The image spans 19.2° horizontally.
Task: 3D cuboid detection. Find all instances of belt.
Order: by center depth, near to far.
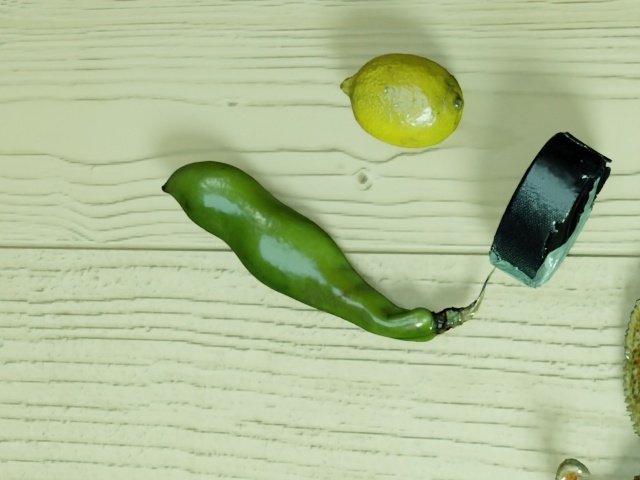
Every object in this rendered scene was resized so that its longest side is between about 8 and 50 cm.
[{"bbox_3d":[0.190,-0.026,1.579,0.058,0.105,0.140,32,119,16],"label":"belt"}]

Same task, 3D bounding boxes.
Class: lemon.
[{"bbox_3d":[0.071,-0.123,1.650,0.110,0.082,0.082,13,87,14],"label":"lemon"}]

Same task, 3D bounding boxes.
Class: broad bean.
[{"bbox_3d":[-0.004,0.011,1.675,0.318,0.056,0.098,21,84,15],"label":"broad bean"}]

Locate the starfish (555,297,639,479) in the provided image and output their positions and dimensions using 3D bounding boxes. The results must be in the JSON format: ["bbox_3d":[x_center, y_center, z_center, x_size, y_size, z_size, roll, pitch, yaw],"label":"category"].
[{"bbox_3d":[0.341,0.183,1.503,0.312,0.113,0.303,35,95,23],"label":"starfish"}]
